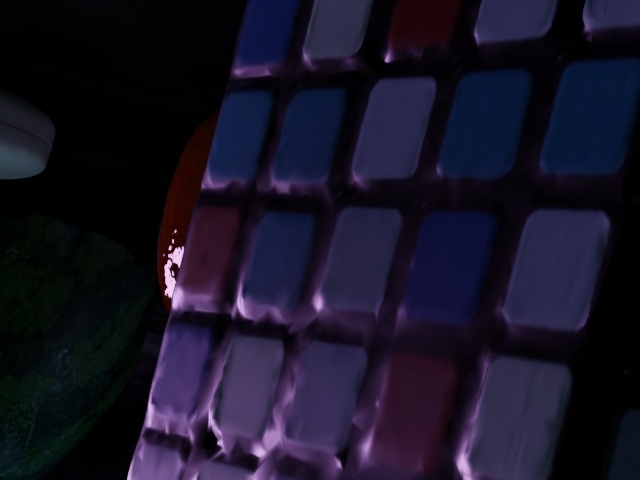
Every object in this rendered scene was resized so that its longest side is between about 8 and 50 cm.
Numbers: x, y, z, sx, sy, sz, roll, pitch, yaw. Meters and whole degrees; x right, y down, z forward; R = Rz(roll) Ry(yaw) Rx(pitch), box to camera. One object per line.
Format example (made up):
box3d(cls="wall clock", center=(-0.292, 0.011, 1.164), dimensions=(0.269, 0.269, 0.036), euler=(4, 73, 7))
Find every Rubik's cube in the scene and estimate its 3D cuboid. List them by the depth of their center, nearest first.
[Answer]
box3d(cls="Rubik's cube", center=(0.077, 0.032, 0.455), dimensions=(0.184, 0.187, 0.182), euler=(22, 169, -35))

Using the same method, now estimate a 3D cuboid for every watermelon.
box3d(cls="watermelon", center=(-0.224, 0.063, 1.335), dimensions=(0.222, 0.319, 0.292), euler=(-21, -161, -30))

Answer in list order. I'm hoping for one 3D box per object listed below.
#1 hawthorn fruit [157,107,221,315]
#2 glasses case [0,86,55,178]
box3d(cls="hawthorn fruit", center=(0.000, 0.000, 0.620), dimensions=(0.128, 0.128, 0.128), euler=(14, 172, 2))
box3d(cls="glasses case", center=(-0.217, -0.067, 0.746), dimensions=(0.193, 0.049, 0.074), euler=(16, 172, -7))
